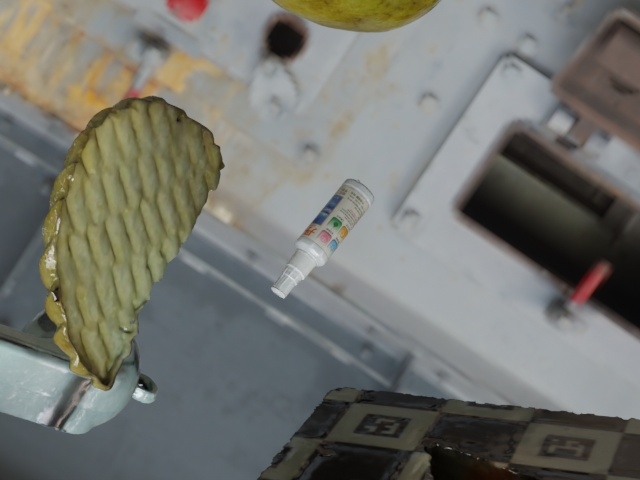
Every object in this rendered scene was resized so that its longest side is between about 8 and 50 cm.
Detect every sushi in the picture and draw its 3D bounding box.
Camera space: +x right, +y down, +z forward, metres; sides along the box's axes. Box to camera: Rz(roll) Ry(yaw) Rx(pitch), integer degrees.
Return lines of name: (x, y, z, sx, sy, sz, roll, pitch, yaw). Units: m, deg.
sushi: (0.122, 0.195, 0.861, 0.359, 0.064, 0.343, 4, -161, 19)

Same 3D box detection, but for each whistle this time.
whistle: (-0.312, 0.134, 1.728, 0.290, 0.163, 0.163, 24, -167, -30)

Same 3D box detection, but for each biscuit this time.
biscuit: (-0.177, -0.023, 1.318, 0.036, 0.273, 0.187, 7, 142, 28)

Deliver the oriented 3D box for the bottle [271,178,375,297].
bottle: (0.000, 0.000, 2.292, 0.060, 0.217, 0.060, 32, 158, 15)

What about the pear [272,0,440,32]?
pear: (0.036, -0.420, 1.962, 0.304, 0.304, 0.304, 33, -170, -6)
